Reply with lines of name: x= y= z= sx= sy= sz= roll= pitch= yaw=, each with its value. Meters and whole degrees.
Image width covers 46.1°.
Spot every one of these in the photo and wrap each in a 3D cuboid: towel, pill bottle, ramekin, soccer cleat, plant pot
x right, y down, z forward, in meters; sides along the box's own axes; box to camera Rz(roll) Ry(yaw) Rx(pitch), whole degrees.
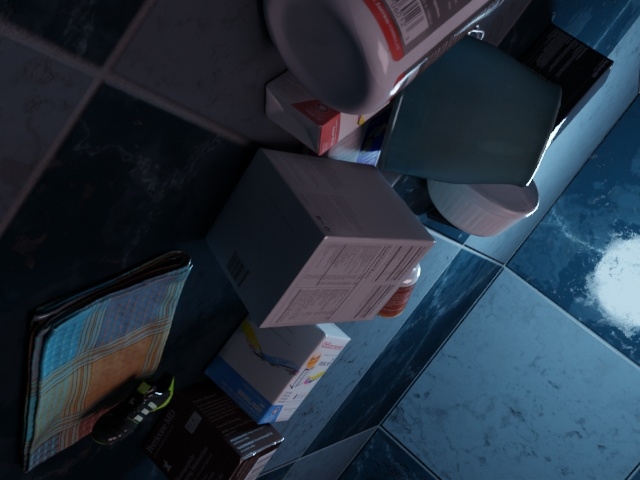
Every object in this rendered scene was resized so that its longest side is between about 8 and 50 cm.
towel: x=-0.339 y=0.192 z=1.177 sx=0.271 sy=0.040 sz=0.370 roll=-27 pitch=149 yaw=-45
pill bottle: x=0.119 y=-0.343 z=0.970 sx=0.363 sy=0.210 sz=0.210 roll=-42 pitch=158 yaw=-21
ramekin: x=0.381 y=-0.128 z=1.812 sx=0.273 sy=0.273 sz=0.127 roll=-27 pitch=160 yaw=-47
soccer cleat: x=-0.314 y=0.277 z=1.264 sx=0.179 sy=0.060 sz=0.072 roll=-32 pitch=146 yaw=-55
pill bottle: x=0.194 y=0.100 z=1.992 sx=0.121 sy=0.121 sz=0.216 roll=-34 pitch=155 yaw=-36
plant pot: x=0.261 y=-0.213 z=1.292 sx=0.271 sy=0.255 sz=0.271 roll=18 pitch=90 yaw=-84

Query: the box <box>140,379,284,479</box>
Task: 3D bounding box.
box: x=-0.224 y=0.424 z=1.570 sx=0.168 sy=0.203 sz=0.167 roll=-58 pitch=158 yaw=18

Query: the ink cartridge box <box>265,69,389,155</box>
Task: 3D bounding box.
ink cartridge box: x=0.028 y=-0.226 z=1.112 sx=0.198 sy=0.115 sz=0.067 roll=-39 pitch=156 yaw=-26

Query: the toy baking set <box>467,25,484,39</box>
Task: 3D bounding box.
toy baking set: x=0.285 y=-0.421 z=1.428 sx=0.197 sy=0.030 sz=0.256 roll=-25 pitch=148 yaw=-49

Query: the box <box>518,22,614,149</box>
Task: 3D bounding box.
box: x=0.561 y=-0.374 z=1.856 sx=0.261 sy=0.184 sz=0.103 roll=-47 pitch=159 yaw=-7

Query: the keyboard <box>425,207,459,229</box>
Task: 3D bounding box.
keyboard: x=0.452 y=-0.091 z=2.103 sx=0.317 sy=0.201 sz=0.033 roll=-28 pitch=131 yaw=-47

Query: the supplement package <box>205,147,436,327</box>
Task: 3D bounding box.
supplement package: x=0.000 y=0.000 z=1.209 sx=0.263 sy=0.199 sz=0.198 roll=2 pitch=132 yaw=-45

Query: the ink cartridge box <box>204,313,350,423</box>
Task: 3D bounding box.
ink cartridge box: x=-0.086 y=0.242 z=1.591 sx=0.232 sy=0.168 sz=0.171 roll=-53 pitch=158 yaw=4

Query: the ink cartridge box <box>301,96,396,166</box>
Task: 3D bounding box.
ink cartridge box: x=0.036 y=-0.137 z=1.352 sx=0.176 sy=0.069 sz=0.371 roll=-35 pitch=152 yaw=-37
